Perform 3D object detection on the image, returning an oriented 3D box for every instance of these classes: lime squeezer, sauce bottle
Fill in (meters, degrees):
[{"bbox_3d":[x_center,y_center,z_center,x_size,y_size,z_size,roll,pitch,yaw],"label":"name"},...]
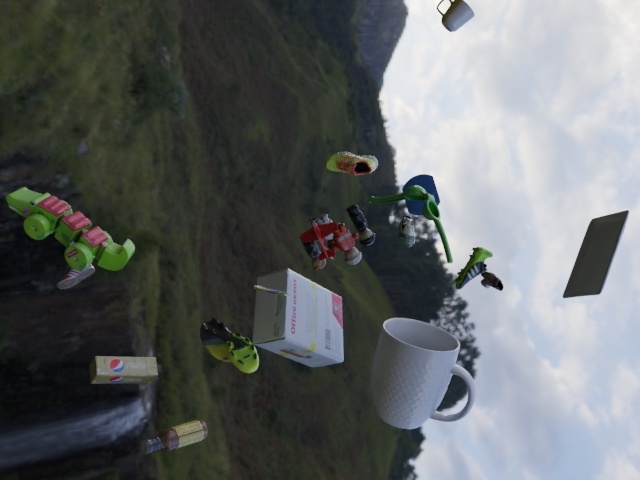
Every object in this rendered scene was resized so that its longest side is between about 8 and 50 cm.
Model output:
[{"bbox_3d":[0.241,-0.070,1.558,0.310,0.110,0.059,43,0,40],"label":"lime squeezer"},{"bbox_3d":[-0.270,0.362,1.162,0.042,0.128,0.042,0,-90,44],"label":"sauce bottle"}]

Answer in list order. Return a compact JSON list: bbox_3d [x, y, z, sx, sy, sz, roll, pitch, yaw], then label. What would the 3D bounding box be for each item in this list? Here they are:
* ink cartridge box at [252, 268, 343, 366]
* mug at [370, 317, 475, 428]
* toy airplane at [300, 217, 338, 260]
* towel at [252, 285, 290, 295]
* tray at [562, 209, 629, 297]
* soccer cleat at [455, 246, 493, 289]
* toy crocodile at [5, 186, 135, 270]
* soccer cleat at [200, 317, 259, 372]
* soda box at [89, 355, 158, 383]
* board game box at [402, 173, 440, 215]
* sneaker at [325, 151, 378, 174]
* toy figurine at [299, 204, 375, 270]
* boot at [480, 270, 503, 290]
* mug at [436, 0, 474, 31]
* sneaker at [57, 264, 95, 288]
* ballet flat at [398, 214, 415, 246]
[{"bbox_3d":[-0.079,0.305,2.439,0.160,0.385,0.279,-16,-121,30],"label":"ink cartridge box"},{"bbox_3d":[0.356,0.492,2.210,0.276,0.374,0.327,-16,122,-63],"label":"mug"},{"bbox_3d":[0.000,0.000,1.934,0.151,0.028,0.151,14,-60,26],"label":"toy airplane"},{"bbox_3d":[-0.119,0.121,1.522,0.060,0.083,0.009,25,78,-77],"label":"towel"},{"bbox_3d":[0.776,0.045,1.765,0.270,0.030,0.145,-63,-167,-18],"label":"tray"},{"bbox_3d":[0.498,0.098,2.060,0.060,0.072,0.178,-78,-170,-55],"label":"soccer cleat"},{"bbox_3d":[-0.620,-0.032,1.568,0.105,0.341,0.115,-58,175,30],"label":"toy crocodile"},{"bbox_3d":[-0.295,0.363,2.082,0.289,0.093,0.121,29,-51,40],"label":"soccer cleat"},{"bbox_3d":[-0.568,0.376,1.832,0.058,0.181,0.061,-49,-134,38],"label":"soda box"},{"bbox_3d":[0.395,-0.173,2.464,0.033,0.133,0.168,28,45,-59],"label":"board game box"},{"bbox_3d":[0.117,-0.296,2.482,0.094,0.209,0.081,-68,155,-59],"label":"sneaker"},{"bbox_3d":[0.059,-0.002,2.135,0.148,0.210,0.213,62,34,-19],"label":"toy figurine"},{"bbox_3d":[0.613,0.153,2.246,0.087,0.042,0.118,38,-10,44],"label":"boot"},{"bbox_3d":[0.317,-0.535,1.506,0.062,0.064,0.078,33,14,-52],"label":"mug"},{"bbox_3d":[-0.757,0.096,1.931,0.067,0.118,0.042,48,-25,22],"label":"sneaker"},{"bbox_3d":[0.333,-0.044,2.432,0.188,0.070,0.070,-90,-177,-63],"label":"ballet flat"}]
